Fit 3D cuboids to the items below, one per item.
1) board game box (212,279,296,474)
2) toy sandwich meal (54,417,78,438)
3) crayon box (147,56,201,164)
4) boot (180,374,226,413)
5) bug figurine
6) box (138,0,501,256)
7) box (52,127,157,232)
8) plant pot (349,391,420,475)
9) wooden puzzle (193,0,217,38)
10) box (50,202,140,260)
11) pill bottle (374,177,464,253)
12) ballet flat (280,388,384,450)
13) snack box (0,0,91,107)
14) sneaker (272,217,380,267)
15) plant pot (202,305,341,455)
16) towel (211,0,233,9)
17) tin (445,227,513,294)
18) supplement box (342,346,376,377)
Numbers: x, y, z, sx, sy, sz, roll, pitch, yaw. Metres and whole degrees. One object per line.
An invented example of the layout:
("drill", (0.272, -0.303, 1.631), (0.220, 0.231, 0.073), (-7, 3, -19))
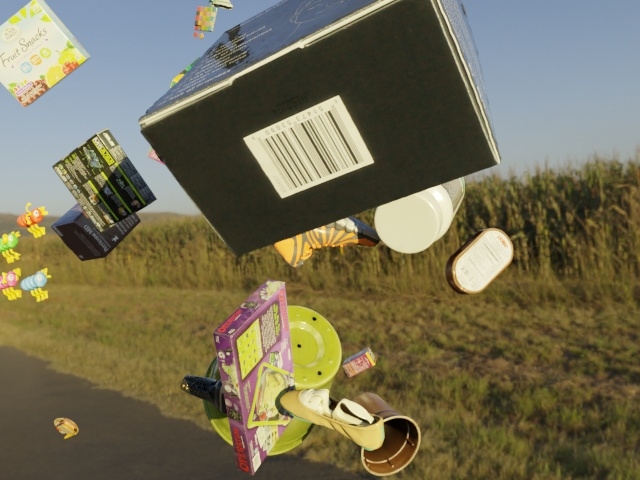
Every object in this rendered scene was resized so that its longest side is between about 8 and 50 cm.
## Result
("board game box", (-0.123, 0.280, 1.177), (0.056, 0.346, 0.208), (10, 29, 28))
("toy sandwich meal", (-0.768, 0.566, 1.720), (0.086, 0.085, 0.029), (-6, 34, 17))
("crayon box", (-0.557, -0.528, 2.337), (0.106, 0.362, 0.313), (25, 34, -8))
("boot", (-0.261, 0.336, 1.292), (0.137, 0.076, 0.198), (21, -28, 3))
("bug figurine", (-0.830, 0.042, 1.581), (0.216, 0.278, 0.072), (-23, -22, 22))
("box", (0.024, -0.277, 1.016), (0.480, 0.297, 0.471), (-19, 32, 23))
("box", (-0.495, -0.132, 1.304), (0.184, 0.190, 0.045), (-24, 16, 29))
("plant pot", (0.146, 0.490, 1.490), (0.167, 0.166, 0.165), (-6, 18, -21))
("wooden puzzle", (-0.244, -0.468, 1.208), (0.049, 0.083, 0.006), (14, 5, 26))
("box", (-0.786, -0.059, 2.009), (0.167, 0.168, 0.203), (-7, 37, 39))
("pill bottle", (0.283, -0.107, 1.616), (0.204, 0.204, 0.361), (-5, 18, 24))
("ballet flat", (0.025, 0.339, 1.152), (0.232, 0.073, 0.080), (18, 26, 22))
("snack box", (-0.718, -0.467, 1.427), (0.207, 0.174, 0.070), (-34, 24, 6))
("sneaker", (0.000, 0.000, 1.630), (0.321, 0.180, 0.124), (18, 11, -8))
("plant pot", (-0.114, 0.367, 1.603), (0.367, 0.366, 0.353), (-6, -32, -29))
("towel", (-0.338, -0.768, 1.731), (0.023, 0.152, 0.113), (-36, -1, 25))
("tin", (0.374, 0.049, 1.334), (0.190, 0.106, 0.040), (-40, 9, -19))
("supplement box", (0.110, 0.341, 1.602), (0.083, 0.043, 0.055), (-31, 2, 10))
